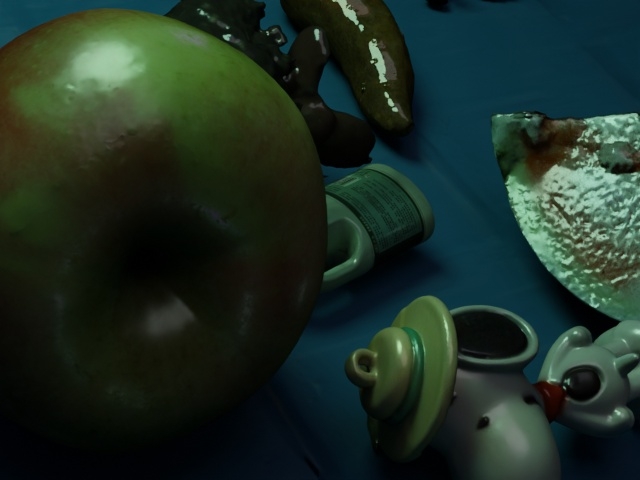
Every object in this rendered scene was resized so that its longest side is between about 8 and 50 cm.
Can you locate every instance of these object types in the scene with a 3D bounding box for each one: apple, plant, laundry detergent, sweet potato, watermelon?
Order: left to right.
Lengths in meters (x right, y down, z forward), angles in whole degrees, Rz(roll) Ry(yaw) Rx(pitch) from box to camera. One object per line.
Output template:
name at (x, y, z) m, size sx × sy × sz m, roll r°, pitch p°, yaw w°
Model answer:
apple at (-0.156, -0.015, 1.029) m, size 0.319 × 0.319 × 0.277 m, roll -5°, pitch 19°, yaw -25°
plant at (-0.090, -0.131, 1.273) m, size 0.234 × 0.178 × 0.204 m, roll -29°, pitch 57°, yaw -34°
laundry detergent at (0.000, 0.000, 1.241) m, size 0.225 × 0.070 × 0.099 m, roll -26°, pitch 63°, yaw -41°
sweet potato at (0.044, -0.221, 1.492) m, size 0.097 × 0.097 × 0.292 m, roll -11°, pitch 49°, yaw -30°
watermelon at (0.321, -0.034, 1.289) m, size 0.319 × 0.214 × 0.290 m, roll 20°, pitch 40°, yaw -16°

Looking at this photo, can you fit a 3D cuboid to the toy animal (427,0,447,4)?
toy animal at (0.146, -0.335, 1.694) m, size 0.220 × 0.062 × 0.108 m, roll 9°, pitch 23°, yaw -9°

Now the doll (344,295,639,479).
doll at (0.161, 0.118, 1.137) m, size 0.208 × 0.144 × 0.271 m, roll 50°, pitch 49°, yaw 7°
